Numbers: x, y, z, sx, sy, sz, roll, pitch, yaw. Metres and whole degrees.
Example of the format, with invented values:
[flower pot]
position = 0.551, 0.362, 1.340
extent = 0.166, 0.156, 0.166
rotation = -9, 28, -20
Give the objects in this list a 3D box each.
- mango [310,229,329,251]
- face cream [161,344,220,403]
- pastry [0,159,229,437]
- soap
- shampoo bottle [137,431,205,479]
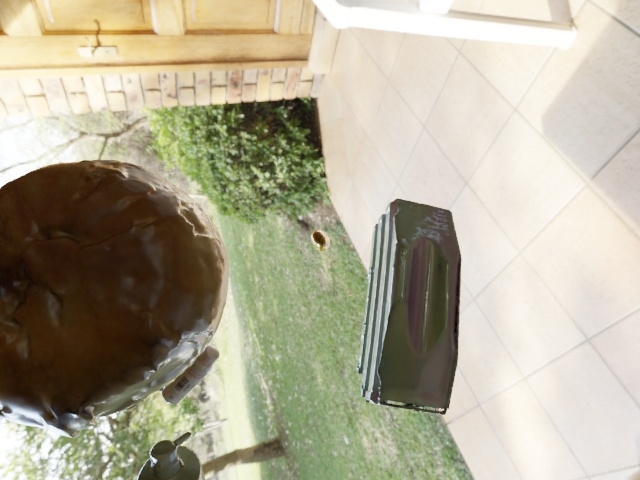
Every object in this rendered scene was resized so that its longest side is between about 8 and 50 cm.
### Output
[mango]
position = 0.000, 0.000, 1.080
extent = 0.060, 0.046, 0.089
rotation = 59, -179, -4
[face cream]
position = -0.438, 0.452, 1.420
extent = 0.269, 0.082, 0.082
rotation = -46, 50, 22
[pastry]
position = -0.339, 0.076, 0.646
extent = 0.245, 0.409, 0.410
rotation = 88, 167, -79
[soap]
position = 0.192, 0.136, 0.927
extent = 0.261, 0.156, 0.446
rotation = 113, 168, -68
[shampoo bottle]
position = -0.201, 0.377, 0.596
extent = 0.085, 0.085, 0.262
rotation = -132, 35, -52
